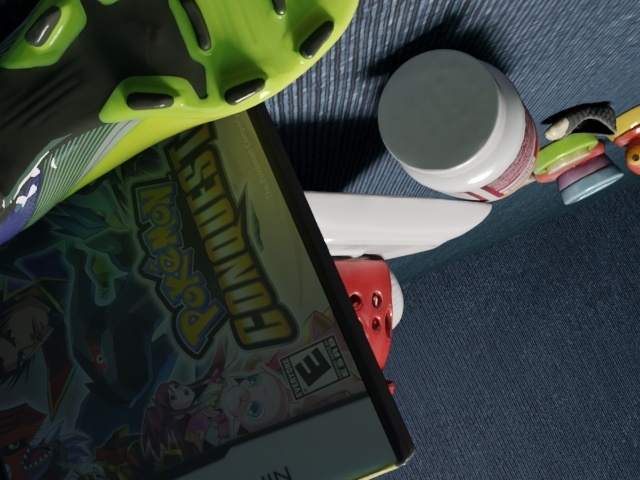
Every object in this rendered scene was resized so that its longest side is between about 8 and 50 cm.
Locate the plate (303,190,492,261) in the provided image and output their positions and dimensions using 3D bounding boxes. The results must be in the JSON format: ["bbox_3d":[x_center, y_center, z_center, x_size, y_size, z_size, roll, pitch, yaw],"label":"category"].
[{"bbox_3d":[0.000,0.000,0.717,0.277,0.045,0.278,1,169,-35],"label":"plate"}]

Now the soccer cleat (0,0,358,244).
[{"bbox_3d":[-0.117,-0.083,0.343,0.289,0.093,0.121,-29,-161,4],"label":"soccer cleat"}]

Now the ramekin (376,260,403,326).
[{"bbox_3d":[0.072,0.115,1.307,0.109,0.207,0.207,-28,172,-30],"label":"ramekin"}]

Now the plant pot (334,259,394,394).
[{"bbox_3d":[-0.005,0.119,0.787,0.191,0.174,0.191,-3,172,0],"label":"plant pot"}]

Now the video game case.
[{"bbox_3d":[-0.111,0.048,0.399,0.248,0.275,0.035,-27,166,13],"label":"video game case"}]

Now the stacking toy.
[{"bbox_3d":[0.530,-0.130,1.284,0.279,0.130,0.309,-21,168,-17],"label":"stacking toy"}]

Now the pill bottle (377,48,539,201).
[{"bbox_3d":[0.137,-0.102,0.617,0.121,0.121,0.221,-28,168,20],"label":"pill bottle"}]

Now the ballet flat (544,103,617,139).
[{"bbox_3d":[0.414,-0.180,1.015,0.173,0.049,0.057,-16,166,-34],"label":"ballet flat"}]
